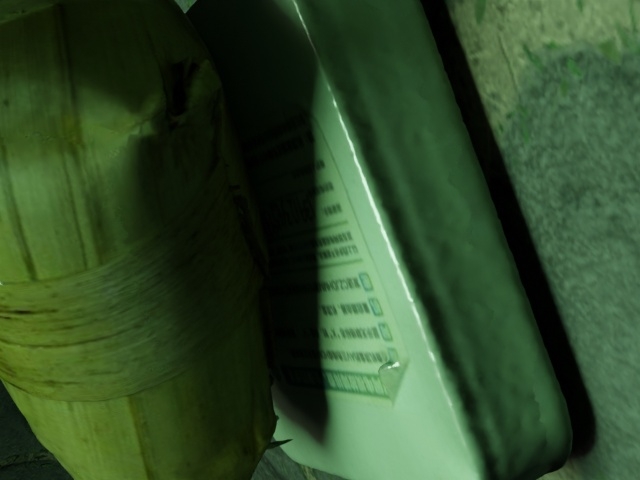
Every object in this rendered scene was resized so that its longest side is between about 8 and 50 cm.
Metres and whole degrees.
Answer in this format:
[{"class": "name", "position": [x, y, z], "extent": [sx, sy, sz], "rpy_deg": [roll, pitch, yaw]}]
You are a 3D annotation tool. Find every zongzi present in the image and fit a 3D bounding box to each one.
[{"class": "zongzi", "position": [-0.160, -0.042, 0.821], "extent": [0.467, 0.218, 0.500], "rpy_deg": [-103, 3, -46]}]

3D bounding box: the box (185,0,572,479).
[{"class": "box", "position": [0.001, 0.000, 0.801], "extent": [0.396, 0.111, 0.396], "rpy_deg": [-10, 101, 67]}]
